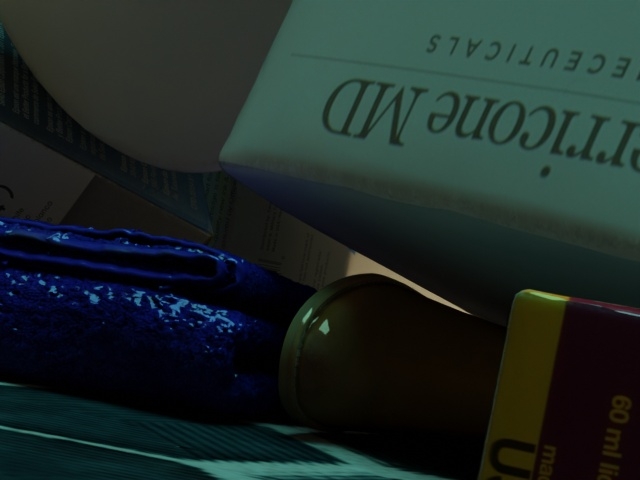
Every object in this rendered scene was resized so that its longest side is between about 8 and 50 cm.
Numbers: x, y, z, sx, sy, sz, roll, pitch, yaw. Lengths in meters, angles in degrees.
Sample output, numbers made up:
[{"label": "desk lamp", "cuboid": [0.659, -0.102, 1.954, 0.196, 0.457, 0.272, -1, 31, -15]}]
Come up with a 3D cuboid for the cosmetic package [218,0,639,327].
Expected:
[{"label": "cosmetic package", "cuboid": [0.232, -0.122, 0.842, 0.327, 0.394, 0.329, 30, -9, -37]}]

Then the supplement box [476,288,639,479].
[{"label": "supplement box", "cuboid": [0.128, 0.066, 0.370, 0.188, 0.081, 0.104, 10, 0, 11]}]

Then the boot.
[{"label": "boot", "cuboid": [0.089, 0.067, 0.794, 0.152, 0.073, 0.197, 15, 6, 39]}]

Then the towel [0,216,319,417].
[{"label": "towel", "cuboid": [-0.146, 0.021, 0.895, 0.308, 0.076, 0.227, 10, 1, 16]}]

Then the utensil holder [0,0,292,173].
[{"label": "utensil holder", "cuboid": [0.020, -0.237, 1.107, 0.327, 0.328, 0.385, 10, 25, 41]}]

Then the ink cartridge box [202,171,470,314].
[{"label": "ink cartridge box", "cuboid": [0.000, 0.000, 1.266, 0.168, 0.171, 0.232, 10, 1, -44]}]

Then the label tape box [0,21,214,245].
[{"label": "label tape box", "cuboid": [-0.239, -0.106, 1.126, 0.333, 0.106, 0.241, 30, 23, -26]}]
